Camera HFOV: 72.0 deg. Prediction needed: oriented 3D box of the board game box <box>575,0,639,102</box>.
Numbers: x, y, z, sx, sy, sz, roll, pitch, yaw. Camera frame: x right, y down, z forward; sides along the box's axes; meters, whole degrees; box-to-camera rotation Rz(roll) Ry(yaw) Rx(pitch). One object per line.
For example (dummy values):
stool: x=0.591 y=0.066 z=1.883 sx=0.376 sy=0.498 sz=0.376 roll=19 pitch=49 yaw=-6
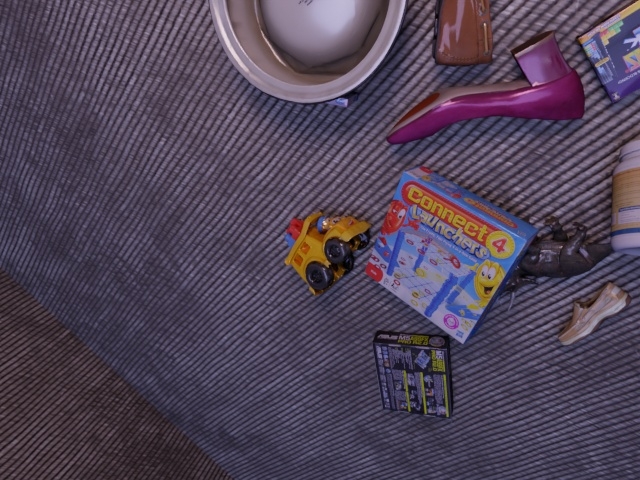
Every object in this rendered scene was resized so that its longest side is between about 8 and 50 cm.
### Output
board game box: x=0.576 y=-0.356 z=0.785 sx=0.170 sy=0.048 sz=0.141 roll=-31 pitch=101 yaw=33

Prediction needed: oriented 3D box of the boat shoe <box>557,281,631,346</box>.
boat shoe: x=0.631 y=0.172 z=1.048 sx=0.072 sy=0.068 sz=0.190 roll=43 pitch=115 yaw=11

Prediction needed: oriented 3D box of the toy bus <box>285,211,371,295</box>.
toy bus: x=0.000 y=0.000 z=1.180 sx=0.211 sy=0.149 sz=0.220 roll=42 pitch=124 yaw=16

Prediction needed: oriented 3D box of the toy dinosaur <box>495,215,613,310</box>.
toy dinosaur: x=0.530 y=0.032 z=0.996 sx=0.313 sy=0.121 sz=0.160 roll=-19 pitch=120 yaw=25

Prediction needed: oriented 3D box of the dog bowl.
dog bowl: x=-0.012 y=-0.491 z=0.883 sx=0.407 sy=0.150 sz=0.409 roll=9 pitch=115 yaw=19

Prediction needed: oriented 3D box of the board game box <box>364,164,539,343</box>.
board game box: x=0.285 y=0.030 z=1.034 sx=0.308 sy=0.086 sz=0.302 roll=36 pitch=128 yaw=27

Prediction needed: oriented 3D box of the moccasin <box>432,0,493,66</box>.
moccasin: x=0.279 y=-0.509 z=0.774 sx=0.146 sy=0.139 sz=0.381 roll=3 pitch=116 yaw=14

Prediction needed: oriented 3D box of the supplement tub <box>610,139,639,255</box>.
supplement tub: x=0.625 y=-0.077 z=0.816 sx=0.144 sy=0.144 sz=0.200 roll=4 pitch=82 yaw=21

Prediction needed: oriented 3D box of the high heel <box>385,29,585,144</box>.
high heel: x=0.327 y=-0.245 z=0.911 sx=0.377 sy=0.127 sz=0.181 roll=-22 pitch=113 yaw=35

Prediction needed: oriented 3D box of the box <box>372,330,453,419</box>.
box: x=0.279 y=0.402 z=1.317 sx=0.216 sy=0.060 sz=0.270 roll=-1 pitch=117 yaw=23

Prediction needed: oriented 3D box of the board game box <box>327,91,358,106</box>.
board game box: x=0.032 y=-0.329 z=1.003 sx=0.090 sy=0.090 sz=0.020 roll=16 pitch=122 yaw=14
